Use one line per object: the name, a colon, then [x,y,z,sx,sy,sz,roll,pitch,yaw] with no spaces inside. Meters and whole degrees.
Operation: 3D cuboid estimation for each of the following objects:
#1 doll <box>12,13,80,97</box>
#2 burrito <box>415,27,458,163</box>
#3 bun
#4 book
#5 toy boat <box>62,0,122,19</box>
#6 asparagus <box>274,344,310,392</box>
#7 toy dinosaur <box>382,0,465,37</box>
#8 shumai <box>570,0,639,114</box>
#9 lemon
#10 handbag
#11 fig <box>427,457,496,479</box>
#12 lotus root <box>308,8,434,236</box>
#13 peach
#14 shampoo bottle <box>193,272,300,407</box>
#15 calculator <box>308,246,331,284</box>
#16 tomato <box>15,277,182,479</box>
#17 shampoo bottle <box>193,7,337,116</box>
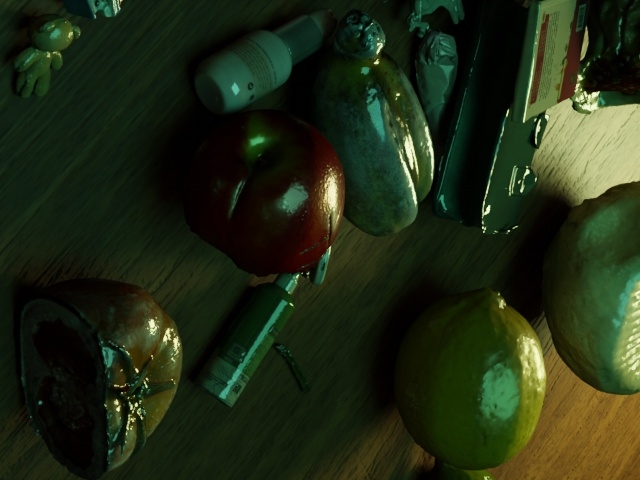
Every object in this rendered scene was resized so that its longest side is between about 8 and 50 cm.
doll: [-0.282,-0.186,1.315,0.061,0.051,0.093,-13,119,-51]
burrito: [0.163,-0.198,1.788,0.064,0.064,0.203,-31,130,-34]
bun: [0.494,0.071,2.149,0.349,0.227,0.352,-31,127,-34]
book: [0.318,-0.258,1.769,0.232,0.022,0.162,-27,127,-57]
toy boat: [-0.245,-0.294,1.288,0.059,0.069,0.173,-46,142,-34]
asparagus: [-0.037,0.176,1.790,0.015,0.014,0.114,-61,142,-31]
toy dinosaur: [0.113,-0.369,1.652,0.167,0.053,0.242,-35,120,-37]
shumai: [0.451,-0.337,1.929,0.288,0.292,0.330,-41,133,12]
lemon: [0.222,0.210,1.925,0.236,0.236,0.263,2,77,-48]
handbag: [0.266,-0.173,1.843,0.238,0.089,0.326,-1,105,-64]
fig: [0.217,0.369,2.101,0.124,0.124,0.236,-33,116,-32]
lotus root: [0.050,-0.149,1.627,0.158,0.140,0.322,-55,140,-37]
peach: [-0.065,-0.044,1.517,0.226,0.190,0.196,89,-1,-61]
shampoo bottle: [-0.084,0.115,1.670,0.204,0.065,0.065,-57,139,-10]
calculator: [0.000,0.000,1.658,0.021,0.153,0.095,11,114,-4]
tomato: [-0.231,0.137,1.440,0.155,0.180,0.214,-26,130,-45]
shampoo bottle: [-0.062,-0.217,1.523,0.192,0.074,0.074,-38,133,-32]
